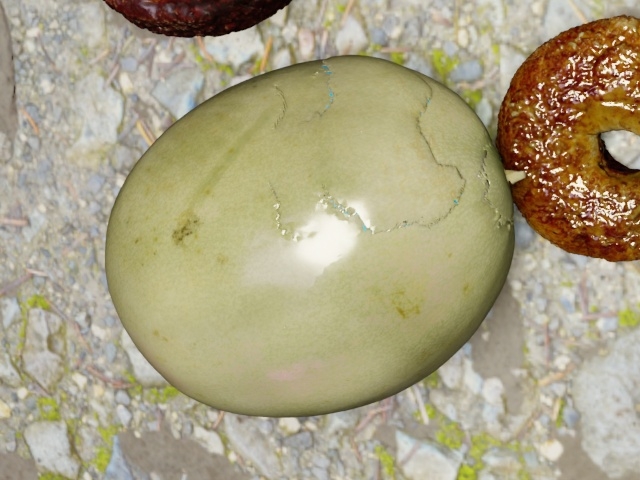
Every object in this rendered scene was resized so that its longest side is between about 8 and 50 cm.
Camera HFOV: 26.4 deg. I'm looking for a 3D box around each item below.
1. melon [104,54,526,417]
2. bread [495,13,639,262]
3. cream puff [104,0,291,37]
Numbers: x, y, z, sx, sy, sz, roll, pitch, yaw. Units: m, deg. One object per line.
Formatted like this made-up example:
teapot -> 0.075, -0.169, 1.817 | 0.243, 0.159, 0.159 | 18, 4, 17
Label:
melon -> 0.000, 0.000, 1.050 | 0.330, 0.268, 0.269 | -24, 92, 18
bread -> 0.219, -0.076, 1.034 | 0.193, 0.064, 0.193 | 7, 107, 22
cream puff -> -0.094, -0.281, 1.079 | 0.239, 0.165, 0.239 | 7, 107, 25
